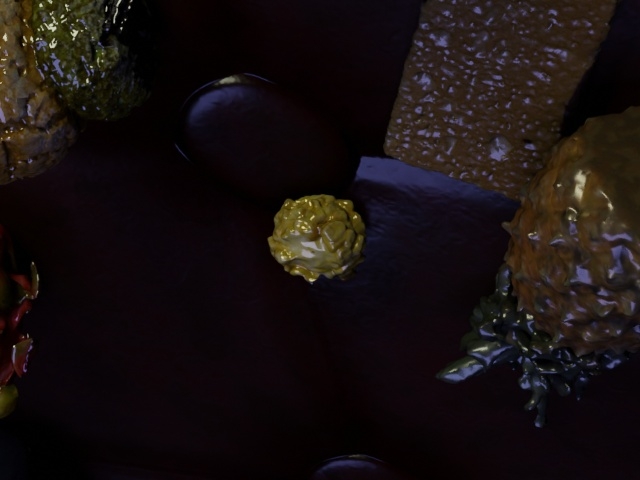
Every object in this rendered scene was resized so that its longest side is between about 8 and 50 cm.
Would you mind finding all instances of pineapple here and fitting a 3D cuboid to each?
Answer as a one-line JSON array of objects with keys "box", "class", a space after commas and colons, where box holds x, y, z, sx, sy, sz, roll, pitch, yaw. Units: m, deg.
[{"box": [0.186, 0.043, 1.226, 0.169, 0.169, 0.340, 24, 144, -4], "class": "pineapple"}]

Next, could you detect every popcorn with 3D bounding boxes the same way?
[{"box": [0.000, 0.000, 1.337, 0.082, 0.057, 0.083, -29, 117, 37], "class": "popcorn"}]

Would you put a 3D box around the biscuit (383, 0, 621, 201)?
[{"box": [0.123, -0.119, 1.162, 0.131, 0.025, 0.231, 20, 142, 3], "class": "biscuit"}]

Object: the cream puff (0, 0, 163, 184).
[{"box": [-0.195, -0.138, 1.185, 0.169, 0.183, 0.183, -8, 135, 15], "class": "cream puff"}]

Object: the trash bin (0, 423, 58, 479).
[{"box": [-0.333, 0.367, 1.813, 0.252, 0.203, 0.301, -14, 133, 20], "class": "trash bin"}]

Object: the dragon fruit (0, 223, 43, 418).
[{"box": [-0.379, 0.038, 1.449, 0.227, 0.243, 0.307, 9, 106, 50], "class": "dragon fruit"}]
